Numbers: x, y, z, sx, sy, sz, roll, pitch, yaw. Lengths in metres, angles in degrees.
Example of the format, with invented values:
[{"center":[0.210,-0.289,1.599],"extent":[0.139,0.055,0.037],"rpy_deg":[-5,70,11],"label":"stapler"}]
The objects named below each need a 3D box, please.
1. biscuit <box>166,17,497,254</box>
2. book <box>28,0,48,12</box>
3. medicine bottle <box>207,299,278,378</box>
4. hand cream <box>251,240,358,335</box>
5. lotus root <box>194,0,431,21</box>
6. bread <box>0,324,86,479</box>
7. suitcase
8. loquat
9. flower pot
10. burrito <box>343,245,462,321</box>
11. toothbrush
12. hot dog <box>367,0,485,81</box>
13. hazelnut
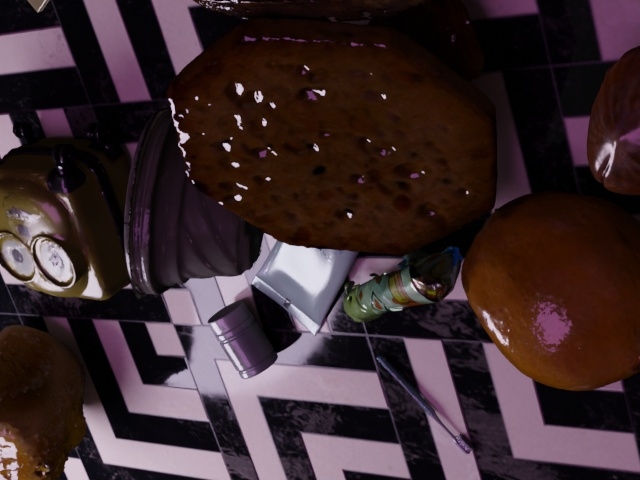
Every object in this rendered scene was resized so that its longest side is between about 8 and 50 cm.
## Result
[{"center":[0.014,-0.100,1.317],"extent":[0.359,0.046,0.359],"rpy_deg":[7,143,5],"label":"biscuit"},{"center":[-0.372,-0.351,1.608],"extent":[0.111,0.014,0.077],"rpy_deg":[50,137,-1],"label":"book"},{"center":[-0.103,0.131,1.694],"extent":[0.058,0.058,0.091],"rpy_deg":[-21,104,43],"label":"medicine bottle"},{"center":[0.000,0.000,1.537],"extent":[0.109,0.067,0.321],"rpy_deg":[39,139,8],"label":"hand cream"},{"center":[0.015,-0.307,1.216],"extent":[0.397,0.196,0.179],"rpy_deg":[6,132,35],"label":"lotus root"},{"center":[-0.438,0.259,1.926],"extent":[0.176,0.246,0.196],"rpy_deg":[20,129,-9],"label":"bread"},{"center":[-0.345,-0.032,1.708],"extent":[0.193,0.143,0.235],"rpy_deg":[4,121,35],"label":"suitcase"},{"center":[0.243,0.045,1.283],"extent":[0.234,0.187,0.176],"rpy_deg":[51,152,32],"label":"loquat"},{"center":[-0.139,-0.038,1.522],"extent":[0.140,0.235,0.236],"rpy_deg":[9,126,6],"label":"flower pot"},{"center":[0.098,0.044,1.430],"extent":[0.054,0.104,0.288],"rpy_deg":[58,159,-1],"label":"burrito"},{"center":[0.131,0.203,1.598],"extent":[0.167,0.011,0.014],"rpy_deg":[47,130,2],"label":"toothbrush"},{"center":[0.108,-0.200,1.310],"extent":[0.147,0.065,0.099],"rpy_deg":[-2,118,50],"label":"hot dog"},{"center":[0.313,-0.105,1.162],"extent":[0.150,0.150,0.150],"rpy_deg":[19,128,26],"label":"hazelnut"}]
